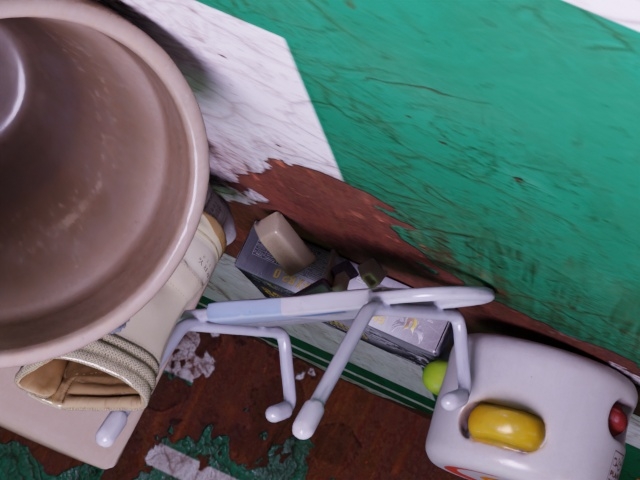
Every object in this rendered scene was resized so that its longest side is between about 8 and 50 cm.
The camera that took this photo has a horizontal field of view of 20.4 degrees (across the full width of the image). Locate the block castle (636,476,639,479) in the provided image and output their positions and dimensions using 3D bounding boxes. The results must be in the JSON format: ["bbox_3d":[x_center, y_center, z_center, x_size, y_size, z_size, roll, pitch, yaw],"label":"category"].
[{"bbox_3d":[0.391,0.265,1.199,0.213,0.303,0.453,36,168,-26],"label":"block castle"}]

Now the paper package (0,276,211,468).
[{"bbox_3d":[-0.326,0.058,2.039,0.325,0.309,0.168,28,176,-17],"label":"paper package"}]

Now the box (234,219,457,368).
[{"bbox_3d":[0.036,0.065,1.885,0.231,0.056,0.183,23,173,12],"label":"box"}]

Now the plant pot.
[{"bbox_3d":[-0.235,-0.077,1.232,0.263,0.263,0.229,30,-170,-33],"label":"plant pot"}]

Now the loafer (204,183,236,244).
[{"bbox_3d":[-0.170,-0.017,1.786,0.111,0.112,0.319,36,169,-15],"label":"loafer"}]

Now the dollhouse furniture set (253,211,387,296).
[{"bbox_3d":[0.000,0.000,1.744,0.114,0.091,0.081,51,-154,-19],"label":"dollhouse furniture set"}]

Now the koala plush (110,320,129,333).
[{"bbox_3d":[-0.237,-0.066,1.453,0.221,0.196,0.203,23,161,19],"label":"koala plush"}]

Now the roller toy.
[{"bbox_3d":[0.205,0.184,1.740,0.191,0.146,0.209,20,169,-18],"label":"roller toy"}]

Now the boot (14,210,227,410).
[{"bbox_3d":[-0.237,0.039,1.569,0.262,0.203,0.095,16,145,10],"label":"boot"}]

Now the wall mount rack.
[{"bbox_3d":[-0.025,0.112,1.591,0.350,0.130,0.304,-7,173,32],"label":"wall mount rack"}]
